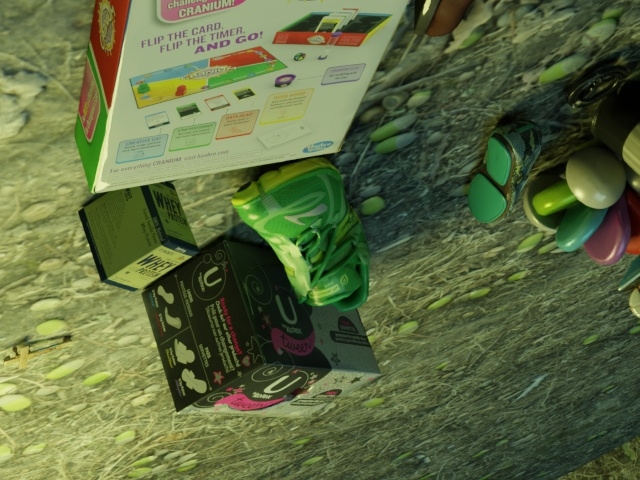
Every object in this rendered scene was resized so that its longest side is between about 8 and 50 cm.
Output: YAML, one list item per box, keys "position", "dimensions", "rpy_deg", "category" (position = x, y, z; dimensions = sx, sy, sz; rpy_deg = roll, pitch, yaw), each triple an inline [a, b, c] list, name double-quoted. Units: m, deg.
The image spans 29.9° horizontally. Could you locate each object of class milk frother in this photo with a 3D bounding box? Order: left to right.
- position: [0.354, -0.120, 1.316]
  dimensions: [0.143, 0.135, 0.129]
  rpy_deg: [-12, 134, -26]
  category: "milk frother"

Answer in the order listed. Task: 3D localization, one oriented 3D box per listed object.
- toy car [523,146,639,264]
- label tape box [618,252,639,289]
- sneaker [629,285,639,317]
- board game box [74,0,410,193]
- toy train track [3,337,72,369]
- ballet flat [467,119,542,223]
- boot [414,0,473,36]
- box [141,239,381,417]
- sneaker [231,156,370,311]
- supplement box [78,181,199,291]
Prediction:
- position: [0.350, -0.039, 1.466]
  dimensions: [0.182, 0.136, 0.159]
  rpy_deg: [-11, 169, -24]
  category: "toy car"
- position: [0.497, -0.036, 1.326]
  dimensions: [0.249, 0.115, 0.347]
  rpy_deg: [-43, 177, 35]
  category: "label tape box"
- position: [0.632, 0.073, 2.067]
  dimensions: [0.215, 0.084, 0.083]
  rpy_deg: [-21, 170, 7]
  category: "sneaker"
- position: [-0.060, -0.163, 0.958]
  dimensions: [0.242, 0.064, 0.316]
  rpy_deg: [-11, 154, -23]
  category: "board game box"
- position: [-0.336, 0.129, 1.417]
  dimensions: [0.083, 0.014, 0.048]
  rpy_deg: [-16, 150, -27]
  category: "toy train track"
- position: [0.219, -0.079, 1.390]
  dimensions: [0.070, 0.070, 0.188]
  rpy_deg: [-17, 160, -12]
  category: "ballet flat"
- position: [0.234, -0.221, 0.924]
  dimensions: [0.280, 0.096, 0.264]
  rpy_deg: [18, 130, -15]
  category: "boot"
- position: [-0.064, 0.113, 1.426]
  dimensions: [0.142, 0.163, 0.247]
  rpy_deg: [-33, 155, 27]
  category: "box"
- position: [0.000, 0.000, 1.288]
  dimensions: [0.109, 0.123, 0.295]
  rpy_deg: [-26, 156, 11]
  category: "sneaker"
- position: [-0.177, -0.008, 1.166]
  dimensions: [0.083, 0.083, 0.056]
  rpy_deg: [-31, 156, 17]
  category: "supplement box"
